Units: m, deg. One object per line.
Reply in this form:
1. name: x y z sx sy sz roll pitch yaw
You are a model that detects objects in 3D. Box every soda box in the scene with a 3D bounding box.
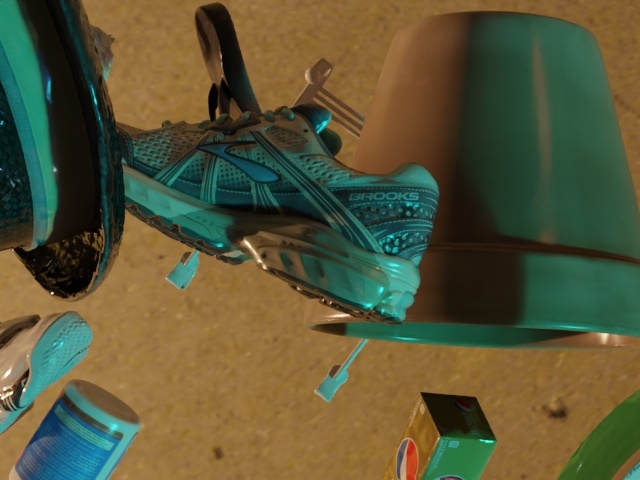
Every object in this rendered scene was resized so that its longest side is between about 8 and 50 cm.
1. soda box: 0.093 0.225 1.247 0.061 0.058 0.181 -113 36 -52

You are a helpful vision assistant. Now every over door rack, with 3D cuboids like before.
1. over door rack: 0.000 0.000 1.527 0.239 0.108 0.324 37 108 4

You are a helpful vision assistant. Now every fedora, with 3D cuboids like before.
1. fedora: -0.230 -0.100 0.668 0.334 0.152 0.334 43 149 35

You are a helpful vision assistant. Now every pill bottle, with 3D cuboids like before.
1. pill bottle: -0.358 0.316 1.946 0.124 0.124 0.221 35 94 23

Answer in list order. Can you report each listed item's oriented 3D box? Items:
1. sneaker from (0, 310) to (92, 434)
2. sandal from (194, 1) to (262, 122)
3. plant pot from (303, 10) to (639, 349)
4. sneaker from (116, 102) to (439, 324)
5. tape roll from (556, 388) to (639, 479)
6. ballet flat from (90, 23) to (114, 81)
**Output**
1. sneaker: -0.461 0.145 1.896 0.210 0.137 0.366 48 137 -1
2. sandal: -0.112 -0.158 1.678 0.097 0.054 0.254 -21 88 68
3. plant pot: 0.152 -0.048 1.268 0.323 0.323 0.280 -3 80 33
4. sneaker: -0.045 -0.043 0.979 0.283 0.110 0.122 23 82 18
5. tape roll: 0.274 0.223 0.868 0.321 0.077 0.321 -31 41 32
6. ballet flat: -0.432 -0.270 1.762 0.147 0.409 0.147 -24 57 42
